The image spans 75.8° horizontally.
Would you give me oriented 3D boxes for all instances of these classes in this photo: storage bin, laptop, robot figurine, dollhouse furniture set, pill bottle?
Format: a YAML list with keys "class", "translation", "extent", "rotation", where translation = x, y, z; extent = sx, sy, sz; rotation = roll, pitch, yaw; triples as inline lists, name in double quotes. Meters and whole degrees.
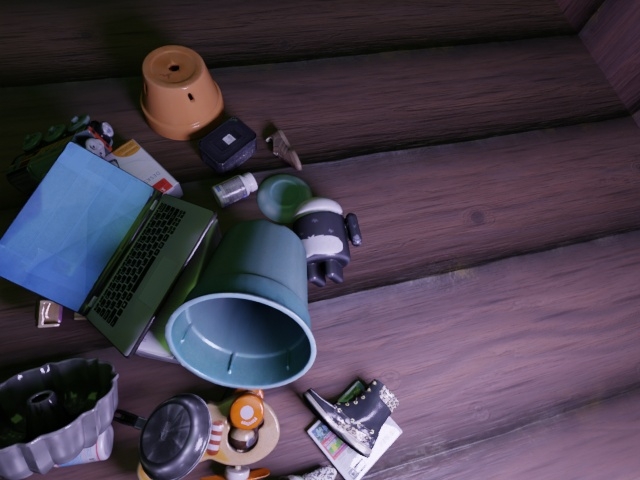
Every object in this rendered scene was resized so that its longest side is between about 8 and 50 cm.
- class: "storage bin"
  translation: [-0.319, -0.326, 1.430]
  extent: [0.122, 0.084, 0.180]
  rotation: [41, 68, 11]
- class: "laptop"
  translation: [-0.534, 0.002, 0.990]
  extent: [0.408, 0.236, 0.382]
  rotation: [19, 76, 40]
- class: "robot figurine"
  translation: [0.003, 0.000, 1.285]
  extent: [0.209, 0.173, 0.278]
  rotation: [1, 66, -20]
- class: "dollhouse furniture set"
  translation: [-0.652, 0.094, 1.212]
  extent: [0.303, 0.198, 0.286]
  rotation: [5, 86, -39]
- class: "pill bottle"
  translation: [-0.611, 0.509, 1.021]
  extent: [0.160, 0.087, 0.087]
  rotation: [-4, 67, -10]
- class: "pill bottle"
  translation: [-0.285, -0.171, 1.369]
  extent: [0.137, 0.078, 0.078]
  rotation: [-29, 73, -18]

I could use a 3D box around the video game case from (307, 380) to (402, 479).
- class: "video game case"
  translation: [0.096, 0.531, 1.143]
  extent: [0.201, 0.023, 0.183]
  rotation: [-38, 76, -20]

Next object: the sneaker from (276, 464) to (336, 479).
- class: "sneaker"
  translation: [0.047, 0.745, 0.989]
  extent: [0.182, 0.158, 0.410]
  rotation: [-14, 73, -32]

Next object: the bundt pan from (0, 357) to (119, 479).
- class: "bundt pan"
  translation: [-0.641, 0.418, 0.962]
  extent: [0.330, 0.331, 0.124]
  rotation: [-7, 106, -11]

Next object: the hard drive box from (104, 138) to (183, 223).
- class: "hard drive box"
  translation: [-0.595, -0.186, 1.328]
  extent: [0.232, 0.089, 0.181]
  rotation: [42, 68, 11]

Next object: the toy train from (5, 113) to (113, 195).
- class: "toy train"
  translation: [-0.790, -0.258, 1.258]
  extent: [0.334, 0.142, 0.190]
  rotation: [-16, 52, 12]

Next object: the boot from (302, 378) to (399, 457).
- class: "boot"
  translation: [0.085, 0.442, 1.122]
  extent: [0.236, 0.085, 0.178]
  rotation: [42, 66, 4]

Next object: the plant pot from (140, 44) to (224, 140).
- class: "plant pot"
  translation: [-0.490, -0.528, 1.430]
  extent: [0.290, 0.203, 0.291]
  rotation: [3, 66, -7]

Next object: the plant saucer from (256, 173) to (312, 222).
- class: "plant saucer"
  translation: [-0.120, -0.154, 1.407]
  extent: [0.195, 0.037, 0.195]
  rotation: [3, 66, -7]

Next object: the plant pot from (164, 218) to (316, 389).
- class: "plant pot"
  translation: [-0.172, 0.141, 1.056]
  extent: [0.341, 0.341, 0.334]
  rotation: [9, 37, -4]

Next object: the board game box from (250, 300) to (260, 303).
- class: "board game box"
  translation: [-0.244, 0.258, 1.204]
  extent: [0.146, 0.045, 0.193]
  rotation: [11, 65, -2]

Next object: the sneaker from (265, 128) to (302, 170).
- class: "sneaker"
  translation: [-0.130, -0.312, 1.470]
  extent: [0.071, 0.066, 0.188]
  rotation: [-29, 67, -1]

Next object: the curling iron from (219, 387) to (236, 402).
- class: "curling iron"
  translation: [-0.286, 0.460, 1.113]
  extent: [0.068, 0.035, 0.274]
  rotation: [34, 67, 4]

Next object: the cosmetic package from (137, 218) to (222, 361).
- class: "cosmetic package"
  translation: [-0.399, 0.133, 1.148]
  extent: [0.156, 0.217, 0.385]
  rotation: [13, 67, -1]

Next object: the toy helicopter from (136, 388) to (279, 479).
- class: "toy helicopter"
  translation: [-0.272, 0.527, 1.030]
  extent: [0.355, 0.140, 0.235]
  rotation: [-19, 89, -10]

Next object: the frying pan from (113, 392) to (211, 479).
- class: "frying pan"
  translation: [-0.398, 0.437, 1.011]
  extent: [0.326, 0.053, 0.197]
  rotation: [27, 69, 36]
